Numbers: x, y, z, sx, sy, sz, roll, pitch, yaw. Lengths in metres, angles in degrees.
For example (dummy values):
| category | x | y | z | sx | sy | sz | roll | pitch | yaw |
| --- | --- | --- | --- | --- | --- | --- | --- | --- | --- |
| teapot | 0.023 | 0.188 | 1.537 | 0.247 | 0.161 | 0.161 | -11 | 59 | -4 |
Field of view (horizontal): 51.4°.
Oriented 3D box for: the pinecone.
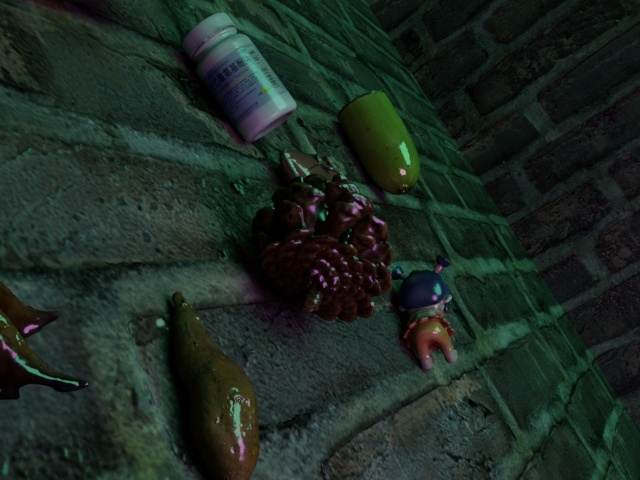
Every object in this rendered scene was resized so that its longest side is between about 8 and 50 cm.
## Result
| category | x | y | z | sx | sy | sz | roll | pitch | yaw |
| --- | --- | --- | --- | --- | --- | --- | --- | --- | --- |
| pinecone | -0.002 | 0.000 | 0.863 | 0.212 | 0.169 | 0.185 | -116 | -171 | -50 |

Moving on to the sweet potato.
| category | x | y | z | sx | sy | sz | roll | pitch | yaw |
| --- | --- | --- | --- | --- | --- | --- | --- | --- | --- |
| sweet potato | -0.098 | 0.134 | 0.622 | 0.068 | 0.068 | 0.226 | 23 | 37 | -52 |

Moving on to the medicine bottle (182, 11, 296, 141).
| category | x | y | z | sx | sy | sz | roll | pitch | yaw |
| --- | --- | --- | --- | --- | --- | --- | --- | --- | --- |
| medicine bottle | -0.130 | -0.258 | 1.056 | 0.186 | 0.103 | 0.103 | 54 | 22 | -3 |

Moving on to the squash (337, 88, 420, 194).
| category | x | y | z | sx | sy | sz | roll | pitch | yaw |
| --- | --- | --- | --- | --- | --- | --- | --- | --- | --- |
| squash | 0.145 | -0.209 | 1.514 | 0.132 | 0.133 | 0.247 | 10 | 51 | -60 |

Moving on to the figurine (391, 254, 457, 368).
| category | x | y | z | sx | sy | sz | roll | pitch | yaw |
| --- | --- | --- | --- | --- | --- | --- | --- | --- | --- |
| figurine | 0.192 | 0.118 | 1.166 | 0.195 | 0.112 | 0.102 | -90 | 160 | -55 |

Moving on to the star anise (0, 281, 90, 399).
| category | x | y | z | sx | sy | sz | roll | pitch | yaw |
| --- | --- | --- | --- | --- | --- | --- | --- | --- | --- |
| star anise | -0.270 | 0.038 | 0.379 | 0.272 | 0.102 | 0.272 | 38 | 2 | -2 |

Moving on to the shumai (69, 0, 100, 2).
| category | x | y | z | sx | sy | sz | roll | pitch | yaw |
| --- | --- | --- | --- | --- | --- | --- | --- | --- | --- |
| shumai | -0.288 | -0.505 | 0.761 | 0.395 | 0.395 | 0.348 | 10 | 51 | -60 |

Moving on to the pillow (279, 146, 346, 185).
| category | x | y | z | sx | sy | sz | roll | pitch | yaw |
| --- | --- | --- | --- | --- | --- | --- | --- | --- | --- |
| pillow | 0.014 | -0.078 | 1.127 | 0.179 | 0.075 | 0.171 | 60 | 22 | 8 |
